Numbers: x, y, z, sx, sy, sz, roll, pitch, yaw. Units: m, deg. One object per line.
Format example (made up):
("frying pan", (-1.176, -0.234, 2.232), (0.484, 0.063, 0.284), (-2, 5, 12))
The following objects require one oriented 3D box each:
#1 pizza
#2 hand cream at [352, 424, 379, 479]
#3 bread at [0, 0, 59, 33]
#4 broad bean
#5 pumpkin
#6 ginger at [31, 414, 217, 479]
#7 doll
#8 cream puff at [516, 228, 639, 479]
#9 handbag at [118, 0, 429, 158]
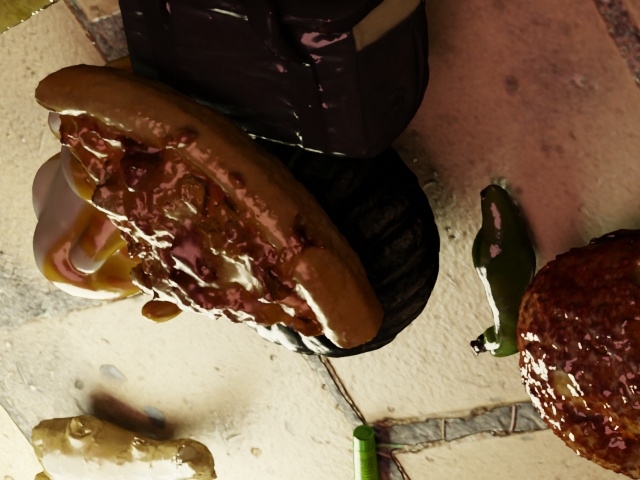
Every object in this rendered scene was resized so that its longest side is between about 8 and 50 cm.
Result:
("pizza", (-0.103, -0.008, 1.426), (0.335, 0.086, 0.226), (38, 139, 2))
("hand cream", (0.047, 0.239, 1.811), (0.036, 0.023, 0.122), (9, 132, 15))
("bread", (-0.269, -0.270, 1.547), (0.196, 0.102, 0.138), (-20, 109, 47))
("broad bean", (0.162, 0.039, 1.543), (0.061, 0.046, 0.195), (18, 135, 19))
("pumpkin", (0.000, 0.000, 1.539), (0.220, 0.162, 0.220), (28, 144, 23))
("ginger", (-0.229, 0.248, 1.973), (0.334, 0.081, 0.148), (-9, 124, 41))
("doll", (-0.178, -0.057, 1.621), (0.162, 0.166, 0.269), (-1, 146, -17))
("cream puff", (0.273, 0.103, 1.439), (0.240, 0.164, 0.240), (15, 127, 21))
("handbag", (-0.035, -0.189, 1.394), (0.254, 0.181, 0.181), (18, 142, 23))
